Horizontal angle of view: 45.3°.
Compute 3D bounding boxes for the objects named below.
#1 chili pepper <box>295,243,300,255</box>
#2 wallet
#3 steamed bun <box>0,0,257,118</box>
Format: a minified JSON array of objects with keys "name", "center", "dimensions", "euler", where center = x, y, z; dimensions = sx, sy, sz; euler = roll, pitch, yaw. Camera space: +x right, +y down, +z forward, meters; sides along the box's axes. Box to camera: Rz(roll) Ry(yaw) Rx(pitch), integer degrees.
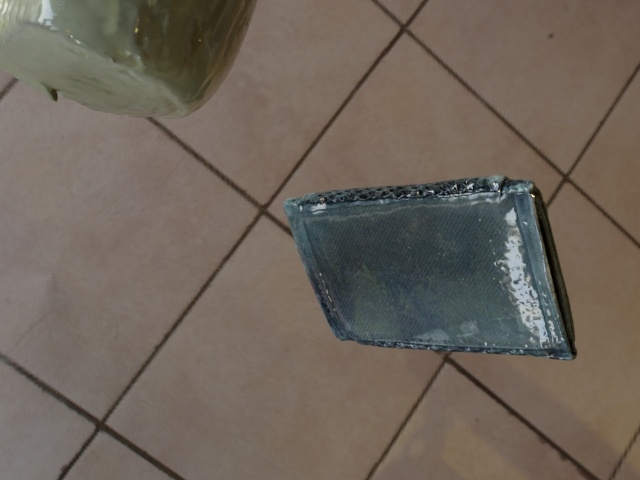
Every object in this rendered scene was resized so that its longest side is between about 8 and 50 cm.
[{"name":"chili pepper","center":[0.000,0.000,1.356],"dimensions":[0.076,0.359,0.084],"euler":[33,88,3]},{"name":"wallet","center":[0.130,0.032,0.947],"dimensions":[0.075,0.342,0.237],"euler":[-47,123,-42]},{"name":"steamed bun","center":[-0.159,-0.257,0.739],"dimensions":[0.272,0.273,0.290],"euler":[12,99,-40]}]
